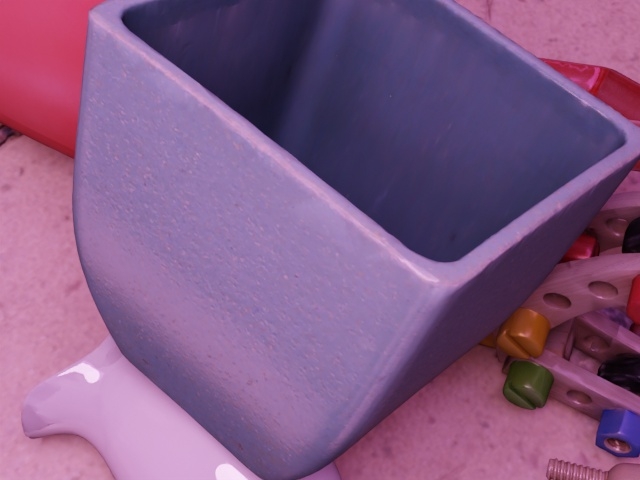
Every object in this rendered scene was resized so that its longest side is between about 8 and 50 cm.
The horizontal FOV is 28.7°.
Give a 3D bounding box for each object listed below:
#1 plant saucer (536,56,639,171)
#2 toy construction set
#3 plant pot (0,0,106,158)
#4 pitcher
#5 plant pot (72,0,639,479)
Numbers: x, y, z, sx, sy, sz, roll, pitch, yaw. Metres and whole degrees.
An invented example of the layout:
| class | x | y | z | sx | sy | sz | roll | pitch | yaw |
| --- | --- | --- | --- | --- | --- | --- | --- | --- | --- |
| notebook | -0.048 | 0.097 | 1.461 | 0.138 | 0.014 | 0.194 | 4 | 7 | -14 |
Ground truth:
| class | x | y | z | sx | sy | sz | roll | pitch | yaw |
| --- | --- | --- | --- | --- | --- | --- | --- | --- | --- |
| plant saucer | 0.155 | -0.113 | 1.025 | 0.258 | 0.048 | 0.259 | 6 | 18 | -10 |
| toy construction set | 0.148 | 0.076 | 0.931 | 0.237 | 0.257 | 0.309 | 11 | 82 | 14 |
| plant pot | -0.149 | -0.172 | 0.952 | 0.243 | 0.275 | 0.275 | 17 | 59 | 8 |
| pitcher | -0.074 | 0.125 | 0.871 | 0.207 | 0.125 | 0.178 | 34 | 73 | 16 |
| plant pot | 0.000 | 0.000 | 0.769 | 0.247 | 0.252 | 0.248 | 38 | 40 | 19 |
